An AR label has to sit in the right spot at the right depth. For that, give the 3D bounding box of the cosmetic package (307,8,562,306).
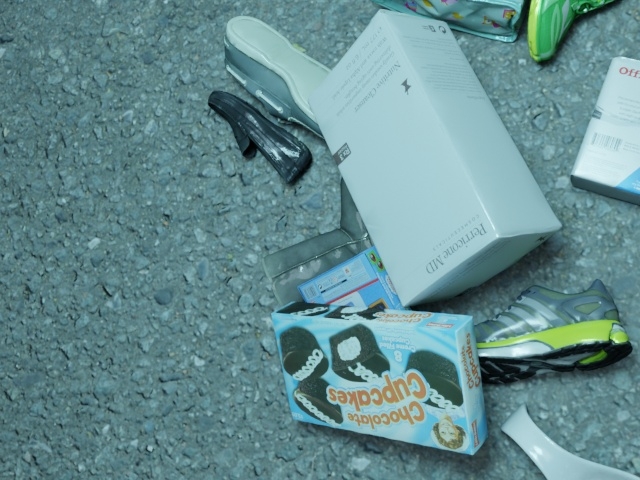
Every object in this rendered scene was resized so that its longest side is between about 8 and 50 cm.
[{"bbox_3d":[0.157,-0.120,1.181,0.217,0.156,0.385,-45,59,42],"label":"cosmetic package"}]

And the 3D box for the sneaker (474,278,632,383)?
[{"bbox_3d":[0.302,0.136,1.187,0.300,0.111,0.121,-10,53,21],"label":"sneaker"}]

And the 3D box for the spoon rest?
[{"bbox_3d":[0.373,0.351,1.129,0.276,0.084,0.137,43,96,20],"label":"spoon rest"}]

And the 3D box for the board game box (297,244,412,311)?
[{"bbox_3d":[0.073,0.133,1.221,0.160,0.039,0.211,-30,87,42],"label":"board game box"}]

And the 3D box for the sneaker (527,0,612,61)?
[{"bbox_3d":[0.418,-0.407,1.222,0.123,0.109,0.295,33,92,24],"label":"sneaker"}]

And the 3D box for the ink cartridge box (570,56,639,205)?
[{"bbox_3d":[0.472,-0.158,1.179,0.140,0.082,0.190,20,86,19],"label":"ink cartridge box"}]

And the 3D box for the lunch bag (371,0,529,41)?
[{"bbox_3d":[0.218,-0.463,1.272,0.262,0.160,0.223,15,87,14],"label":"lunch bag"}]

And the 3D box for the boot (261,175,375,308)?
[{"bbox_3d":[-0.001,-0.001,1.319,0.208,0.076,0.189,-22,76,20],"label":"boot"}]

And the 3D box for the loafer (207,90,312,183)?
[{"bbox_3d":[-0.117,-0.183,1.376,0.223,0.076,0.078,37,86,16],"label":"loafer"}]

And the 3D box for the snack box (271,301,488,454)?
[{"bbox_3d":[0.081,0.195,1.172,0.322,0.060,0.187,1,108,37],"label":"snack box"}]

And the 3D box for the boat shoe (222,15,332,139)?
[{"bbox_3d":[-0.048,-0.258,1.374,0.319,0.116,0.099,43,139,12],"label":"boat shoe"}]
